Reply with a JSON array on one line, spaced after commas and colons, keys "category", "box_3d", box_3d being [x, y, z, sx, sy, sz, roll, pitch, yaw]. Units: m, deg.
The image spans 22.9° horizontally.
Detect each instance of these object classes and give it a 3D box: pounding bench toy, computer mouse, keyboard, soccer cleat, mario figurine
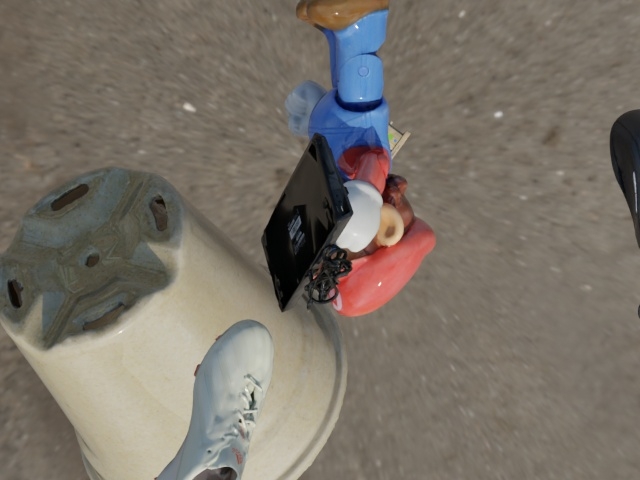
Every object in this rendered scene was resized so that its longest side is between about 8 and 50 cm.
[{"category": "pounding bench toy", "box_3d": [0.047, -0.103, 1.762, 0.065, 0.052, 0.083, 36, 84, -3]}, {"category": "computer mouse", "box_3d": [0.429, -0.032, 1.761, 0.184, 0.060, 0.262, -3, 74, -16]}, {"category": "keyboard", "box_3d": [0.000, 0.000, 1.179, 0.038, 0.192, 0.100, -9, 71, -17]}, {"category": "soccer cleat", "box_3d": [-0.078, 0.154, 1.240, 0.068, 0.076, 0.196, 35, 72, -30]}, {"category": "mario figurine", "box_3d": [0.007, -0.083, 1.546, 0.170, 0.198, 0.321, -3, 96, 28]}]

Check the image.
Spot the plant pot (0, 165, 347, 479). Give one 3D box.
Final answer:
[{"category": "plant pot", "box_3d": [-0.181, 0.093, 1.685, 0.333, 0.305, 0.334, -14, 52, 18]}]
